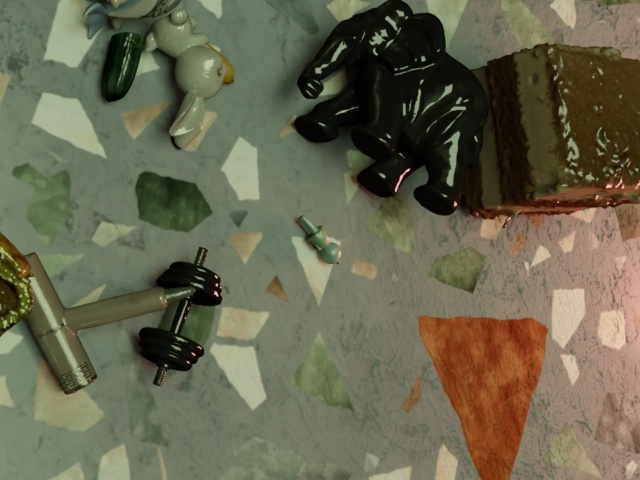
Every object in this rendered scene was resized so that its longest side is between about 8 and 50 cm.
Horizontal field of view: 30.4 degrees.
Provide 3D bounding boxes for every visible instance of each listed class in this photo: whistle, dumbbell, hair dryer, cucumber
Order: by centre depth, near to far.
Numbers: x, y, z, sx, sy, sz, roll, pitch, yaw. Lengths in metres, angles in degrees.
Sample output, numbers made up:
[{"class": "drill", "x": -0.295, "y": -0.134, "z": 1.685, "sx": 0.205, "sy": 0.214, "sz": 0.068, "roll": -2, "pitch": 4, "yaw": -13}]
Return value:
[{"class": "hair dryer", "x": -0.290, "y": 0.074, "z": 1.594, "sx": 0.220, "sy": 0.053, "sz": 0.195, "roll": -26, "pitch": 98, "yaw": -1}, {"class": "dumbbell", "x": -0.198, "y": 0.107, "z": 1.672, "sx": 0.099, "sy": 0.099, "sz": 0.208, "roll": 27, "pitch": 70, "yaw": -27}, {"class": "cucumber", "x": -0.287, "y": -0.248, "z": 1.695, "sx": 0.048, "sy": 0.048, "sz": 0.105, "roll": 19, "pitch": 75, "yaw": -29}, {"class": "whistle", "x": 0.000, "y": 0.000, "z": 1.852, "sx": 0.100, "sy": 0.035, "sz": 0.035, "roll": 51, "pitch": 61, "yaw": -16}]

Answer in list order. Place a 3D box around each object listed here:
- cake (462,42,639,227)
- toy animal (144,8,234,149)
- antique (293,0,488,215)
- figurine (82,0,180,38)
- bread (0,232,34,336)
[{"class": "cake", "x": 0.392, "y": -0.182, "z": 1.981, "sx": 0.256, "sy": 0.290, "sz": 0.282, "roll": -2, "pitch": 81, "yaw": -34}, {"class": "toy animal", "x": -0.191, "y": -0.240, "z": 1.745, "sx": 0.127, "sy": 0.131, "sz": 0.181, "roll": -24, "pitch": 89, "yaw": -1}, {"class": "antique", "x": 0.128, "y": -0.220, "z": 1.878, "sx": 0.322, "sy": 0.185, "sz": 0.255, "roll": 37, "pitch": 70, "yaw": -17}, {"class": "figurine", "x": -0.279, "y": -0.386, "z": 1.671, "sx": 0.184, "sy": 0.128, "sz": 0.208, "roll": 35, "pitch": 77, "yaw": 1}, {"class": "bread", "x": -0.479, "y": 0.040, "z": 1.485, "sx": 0.181, "sy": 0.096, "sz": 0.222, "roll": -41, "pitch": 106, "yaw": -9}]
